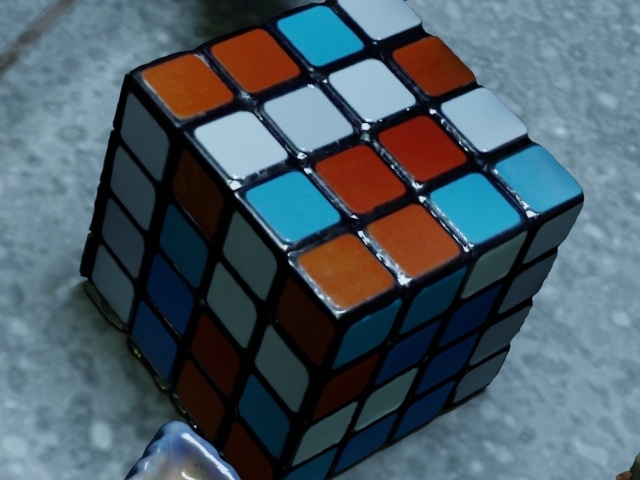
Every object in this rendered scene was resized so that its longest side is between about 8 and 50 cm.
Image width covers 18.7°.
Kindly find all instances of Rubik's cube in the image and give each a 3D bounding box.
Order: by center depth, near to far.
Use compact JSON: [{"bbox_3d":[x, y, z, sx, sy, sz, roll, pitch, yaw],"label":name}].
[{"bbox_3d":[0.000,0.000,0.887,0.151,0.154,0.155,-26,64,-33],"label":"Rubik's cube"}]

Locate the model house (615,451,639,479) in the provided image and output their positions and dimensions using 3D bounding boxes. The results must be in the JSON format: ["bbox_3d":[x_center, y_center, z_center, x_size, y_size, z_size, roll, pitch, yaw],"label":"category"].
[{"bbox_3d":[0.267,0.111,0.877,0.254,0.160,0.196,-31,67,-33],"label":"model house"}]

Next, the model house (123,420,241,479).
[{"bbox_3d":[-0.027,0.161,0.750,0.183,0.166,0.172,6,46,-27],"label":"model house"}]
